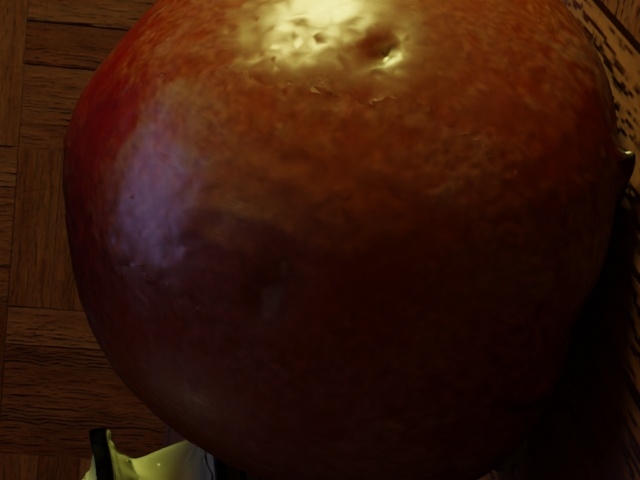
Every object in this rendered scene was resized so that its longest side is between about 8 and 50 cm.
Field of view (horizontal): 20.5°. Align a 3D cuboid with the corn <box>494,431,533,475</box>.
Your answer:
[{"bbox_3d":[0.092,0.085,0.902,0.083,0.027,0.028,-90,26,-43],"label":"corn"}]

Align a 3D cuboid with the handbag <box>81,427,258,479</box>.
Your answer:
[{"bbox_3d":[-0.048,0.284,0.879,0.236,0.160,0.358,-125,14,-70],"label":"handbag"}]

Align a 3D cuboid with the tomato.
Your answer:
[{"bbox_3d":[0.004,-0.018,0.809,0.265,0.265,0.264,-175,90,-82],"label":"tomato"}]
